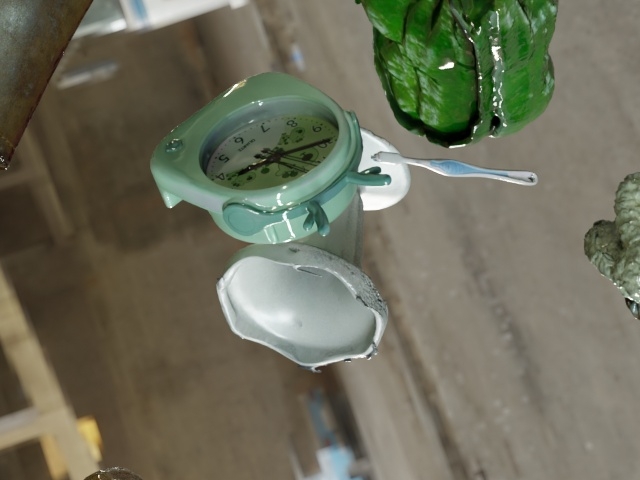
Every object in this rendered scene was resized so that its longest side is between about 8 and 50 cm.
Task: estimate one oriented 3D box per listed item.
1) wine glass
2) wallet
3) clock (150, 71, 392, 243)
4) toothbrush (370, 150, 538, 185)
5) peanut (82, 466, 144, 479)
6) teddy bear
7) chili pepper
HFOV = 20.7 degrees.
[{"bbox_3d":[0.000,0.000,1.659,0.165,0.165,0.196,75,-156,-50],"label":"wine glass"},{"bbox_3d":[-0.223,-0.192,1.269,0.031,0.255,0.137,-4,144,47],"label":"wallet"},{"bbox_3d":[-0.036,-0.060,1.514,0.211,0.159,0.066,32,151,42],"label":"clock"},{"bbox_3d":[0.112,-0.058,1.410,0.017,0.162,0.014,1,85,61],"label":"toothbrush"},{"bbox_3d":[-0.268,0.351,2.210,0.236,0.120,0.110,115,134,-69],"label":"peanut"},{"bbox_3d":[0.357,0.034,1.762,0.213,0.111,0.133,37,135,18],"label":"teddy bear"},{"bbox_3d":[0.134,-0.252,1.682,0.213,0.167,0.385,36,159,33],"label":"chili pepper"}]
